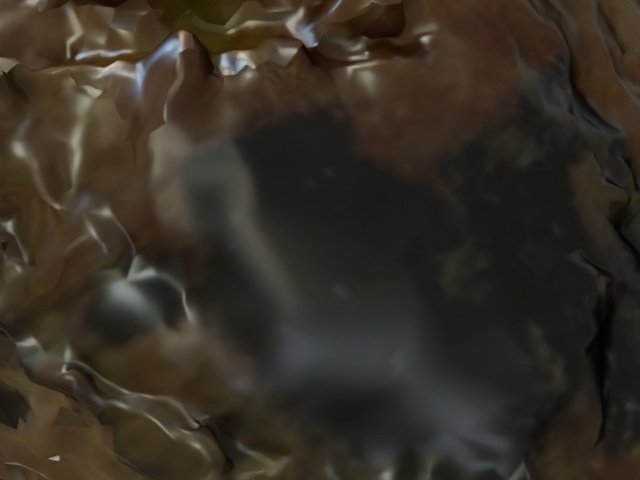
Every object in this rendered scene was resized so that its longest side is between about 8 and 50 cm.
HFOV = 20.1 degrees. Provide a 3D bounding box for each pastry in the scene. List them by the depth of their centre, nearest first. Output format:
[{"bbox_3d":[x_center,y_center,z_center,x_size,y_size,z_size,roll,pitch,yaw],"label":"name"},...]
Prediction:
[{"bbox_3d":[-0.011,-0.011,0.627,0.405,0.292,0.337,39,172,27],"label":"pastry"}]
